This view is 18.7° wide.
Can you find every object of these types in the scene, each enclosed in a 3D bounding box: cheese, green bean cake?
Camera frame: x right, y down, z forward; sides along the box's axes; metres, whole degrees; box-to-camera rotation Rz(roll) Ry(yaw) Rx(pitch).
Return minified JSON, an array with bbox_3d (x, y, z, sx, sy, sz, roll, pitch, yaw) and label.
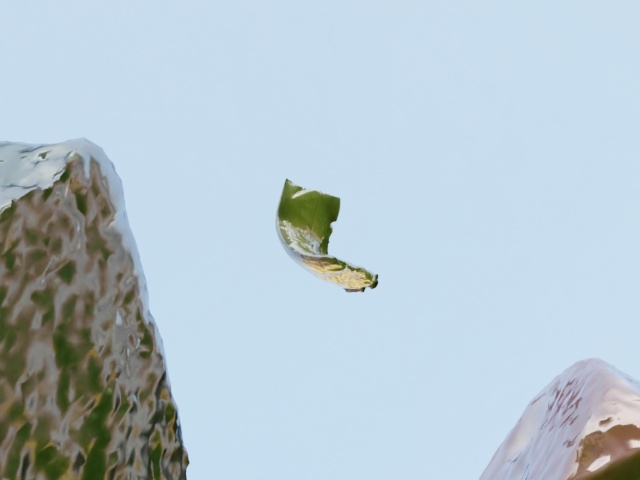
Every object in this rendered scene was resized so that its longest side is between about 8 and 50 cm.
[{"bbox_3d":[-0.001,0.000,1.340,0.041,0.084,0.060,-39,-32,23],"label":"cheese"},{"bbox_3d":[-0.123,0.074,0.565,0.181,0.094,0.173,-49,-43,-51],"label":"green bean cake"}]

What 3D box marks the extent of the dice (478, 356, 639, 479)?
[{"bbox_3d":[0.156,0.173,0.928,0.175,0.174,0.179,29,-86,-5],"label":"dice"}]
